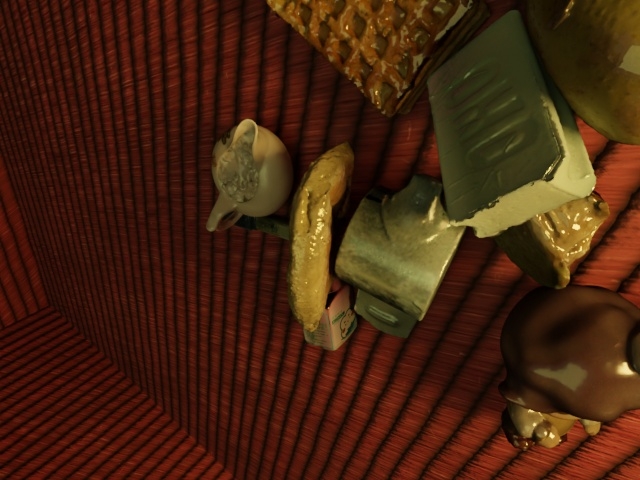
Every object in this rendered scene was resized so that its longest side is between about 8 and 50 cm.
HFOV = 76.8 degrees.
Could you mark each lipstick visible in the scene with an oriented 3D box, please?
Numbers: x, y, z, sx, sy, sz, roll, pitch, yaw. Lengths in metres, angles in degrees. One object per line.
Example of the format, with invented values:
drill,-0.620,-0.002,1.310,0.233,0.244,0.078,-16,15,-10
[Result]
lipstick,-0.114,-0.039,0.979,0.312,0.051,0.051,18,123,29

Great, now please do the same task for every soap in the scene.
soap,0.225,-0.143,0.512,0.094,0.261,0.150,18,148,-28

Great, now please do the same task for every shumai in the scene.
shumai,0.324,-0.038,0.587,0.120,0.201,0.201,-31,94,4

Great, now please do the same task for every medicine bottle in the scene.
medicine bottle,0.014,0.144,0.933,0.095,0.119,0.187,8,120,35

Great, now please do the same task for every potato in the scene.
potato,0.325,-0.267,0.403,0.218,0.203,0.350,-26,87,37

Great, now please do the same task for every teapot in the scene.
teapot,-0.162,-0.139,0.890,0.204,0.139,0.298,34,126,13

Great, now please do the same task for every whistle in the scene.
whistle,0.149,0.047,0.767,0.168,0.188,0.404,26,162,18

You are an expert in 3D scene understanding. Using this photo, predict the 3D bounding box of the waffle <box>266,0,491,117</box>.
waffle,0.073,-0.363,0.618,0.308,0.091,0.213,48,135,8

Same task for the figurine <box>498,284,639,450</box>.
figurine,0.380,0.236,0.630,0.218,0.206,0.364,0,119,10

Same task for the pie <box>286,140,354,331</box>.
pie,0.000,0.000,0.716,0.075,0.337,0.337,13,124,9
